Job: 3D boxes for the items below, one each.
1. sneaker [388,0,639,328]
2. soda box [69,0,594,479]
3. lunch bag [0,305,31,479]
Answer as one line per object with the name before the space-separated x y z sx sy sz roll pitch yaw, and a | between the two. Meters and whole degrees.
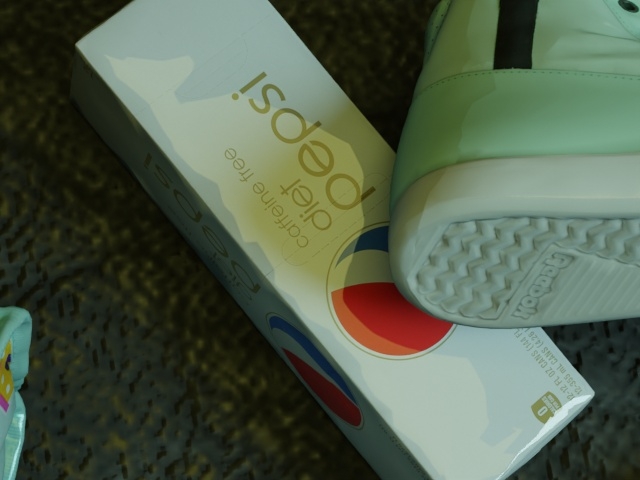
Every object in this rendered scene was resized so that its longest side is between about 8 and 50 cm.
sneaker | 0.153 -0.046 0.612 0.256 0.094 0.151 2 47 3
soda box | 0.000 0.000 0.661 0.069 0.074 0.216 -39 87 -15
lunch bag | -0.218 0.140 0.555 0.223 0.160 0.262 10 71 -8
